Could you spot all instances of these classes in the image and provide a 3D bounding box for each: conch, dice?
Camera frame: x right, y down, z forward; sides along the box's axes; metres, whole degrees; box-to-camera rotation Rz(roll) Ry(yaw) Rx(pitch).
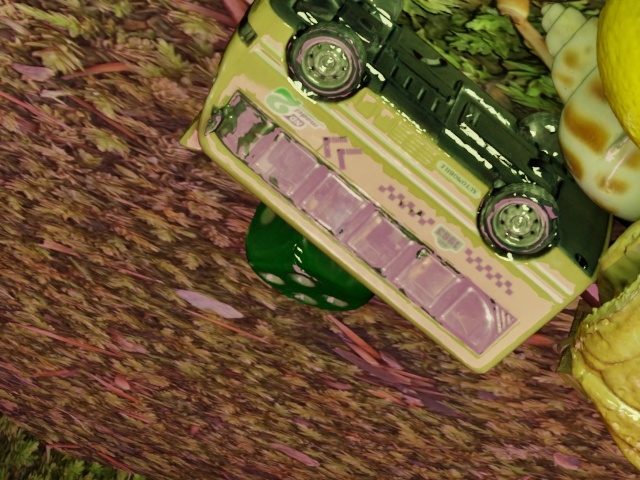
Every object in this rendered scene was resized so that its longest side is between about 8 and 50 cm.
[{"bbox_3d":[0.288,-0.093,1.583,0.275,0.148,0.183,26,147,-1],"label":"conch"},{"bbox_3d":[0.000,0.000,2.174,0.128,0.131,0.120,32,159,-33],"label":"dice"}]

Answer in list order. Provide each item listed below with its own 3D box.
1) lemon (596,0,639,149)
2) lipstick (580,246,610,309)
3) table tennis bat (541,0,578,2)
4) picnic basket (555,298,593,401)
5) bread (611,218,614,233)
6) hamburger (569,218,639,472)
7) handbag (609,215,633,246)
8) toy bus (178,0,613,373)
[{"bbox_3d":[0.295,-0.136,1.386,0.192,0.192,0.231,13,164,25],"label":"lemon"},{"bbox_3d":[0.143,-0.076,1.760,0.357,0.057,0.057,44,158,-7],"label":"lipstick"},{"bbox_3d":[0.142,-0.261,1.474,0.173,0.022,0.301,15,163,16],"label":"table tennis bat"},{"bbox_3d":[0.329,0.126,1.942,0.164,0.079,0.115,12,164,30],"label":"picnic basket"},{"bbox_3d":[0.179,-0.009,1.917,0.158,0.156,0.261,4,154,38],"label":"bread"},{"bbox_3d":[0.328,0.086,1.511,0.259,0.144,0.283,47,138,-5],"label":"hamburger"},{"bbox_3d":[0.432,0.030,1.817,0.326,0.118,0.269,9,165,31],"label":"handbag"},{"bbox_3d":[0.066,-0.067,1.655,0.365,0.177,0.202,40,120,-6],"label":"toy bus"}]
